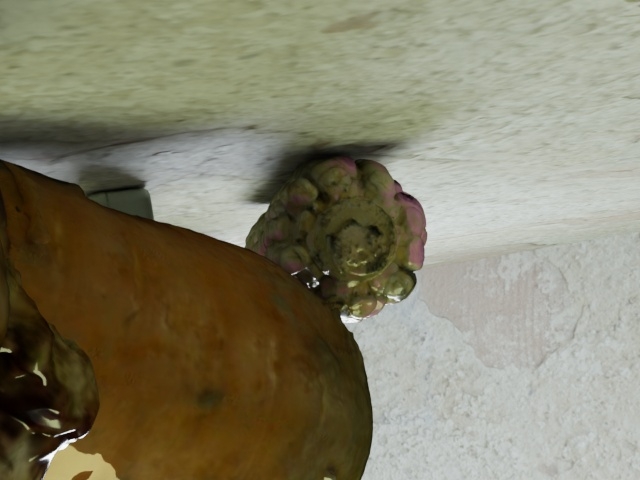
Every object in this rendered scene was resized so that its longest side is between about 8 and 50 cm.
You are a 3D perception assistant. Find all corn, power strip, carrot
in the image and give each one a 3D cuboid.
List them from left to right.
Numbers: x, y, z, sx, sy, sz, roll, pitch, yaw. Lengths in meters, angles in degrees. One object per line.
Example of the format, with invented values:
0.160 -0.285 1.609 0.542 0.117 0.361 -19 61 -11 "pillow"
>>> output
-0.175 0.025 1.028 0.058 0.098 0.338 -10 176 -13 "power strip"
-0.122 0.093 0.755 0.224 0.224 0.340 -12 154 39 "carrot"
0.002 0.002 0.995 0.126 0.127 0.335 -8 180 -9 "corn"

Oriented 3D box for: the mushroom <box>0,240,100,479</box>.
-0.205 0.023 0.362 0.263 0.195 0.283 -2 164 43 "mushroom"
